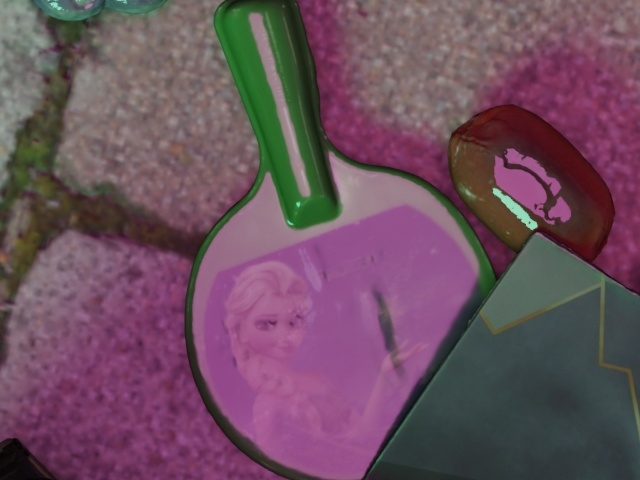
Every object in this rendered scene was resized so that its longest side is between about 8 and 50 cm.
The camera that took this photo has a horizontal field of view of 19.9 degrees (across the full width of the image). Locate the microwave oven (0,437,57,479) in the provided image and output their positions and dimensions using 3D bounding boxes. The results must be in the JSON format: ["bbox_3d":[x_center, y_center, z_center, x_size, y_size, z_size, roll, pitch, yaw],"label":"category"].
[{"bbox_3d":[-0.120,0.226,0.840,0.145,0.194,0.240,-44,88,0],"label":"microwave oven"}]

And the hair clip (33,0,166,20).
[{"bbox_3d":[-0.110,-0.172,0.911,0.195,0.052,0.124,-21,100,-7],"label":"hair clip"}]

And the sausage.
[{"bbox_3d":[0.104,-0.026,0.900,0.094,0.054,0.059,45,91,0],"label":"sausage"}]

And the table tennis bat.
[{"bbox_3d":[0.000,0.000,0.912,0.160,0.039,0.257,-16,93,-1],"label":"table tennis bat"}]

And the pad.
[{"bbox_3d":[0.162,0.123,0.900,0.243,0.004,0.163,32,105,-3],"label":"pad"}]
